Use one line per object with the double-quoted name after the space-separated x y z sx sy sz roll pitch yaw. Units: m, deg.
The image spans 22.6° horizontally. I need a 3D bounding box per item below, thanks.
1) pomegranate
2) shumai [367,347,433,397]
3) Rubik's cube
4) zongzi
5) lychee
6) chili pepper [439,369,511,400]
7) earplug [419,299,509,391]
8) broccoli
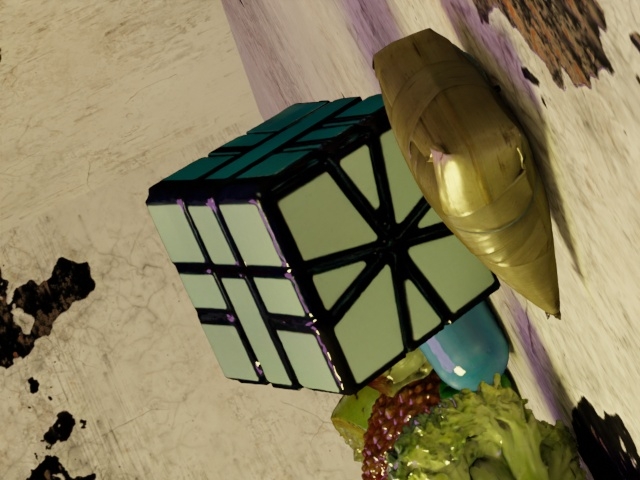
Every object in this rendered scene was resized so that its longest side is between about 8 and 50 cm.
0.201 0.368 2.985 0.358 0.216 0.310 22 148 37 "pomegranate"
0.093 0.092 2.472 0.261 0.222 0.225 -113 -1 -48 "shumai"
0.000 0.000 1.993 0.283 0.288 0.294 -2 115 56 "Rubik's cube"
0.155 -0.065 1.558 0.256 0.115 0.228 55 -174 -40 "zongzi"
0.174 0.325 2.538 0.271 0.271 0.271 154 90 -86 "lychee"
0.247 0.281 2.325 0.099 0.136 0.270 -38 -66 -51 "chili pepper"
0.162 0.086 2.202 0.273 0.132 0.132 59 174 23 "earplug"
0.239 0.309 1.874 0.353 0.275 0.397 18 171 12 "broccoli"
